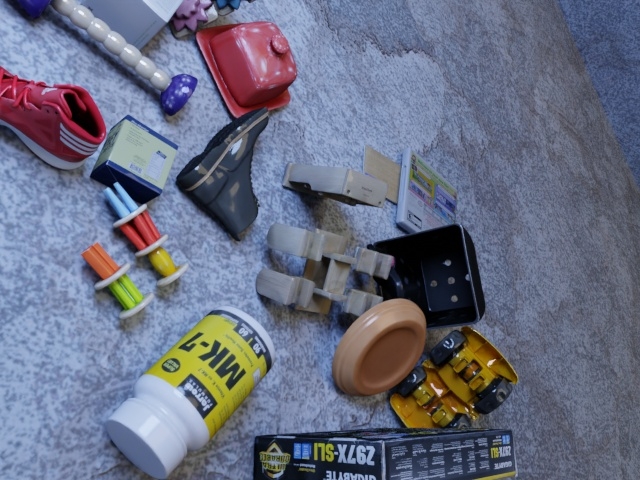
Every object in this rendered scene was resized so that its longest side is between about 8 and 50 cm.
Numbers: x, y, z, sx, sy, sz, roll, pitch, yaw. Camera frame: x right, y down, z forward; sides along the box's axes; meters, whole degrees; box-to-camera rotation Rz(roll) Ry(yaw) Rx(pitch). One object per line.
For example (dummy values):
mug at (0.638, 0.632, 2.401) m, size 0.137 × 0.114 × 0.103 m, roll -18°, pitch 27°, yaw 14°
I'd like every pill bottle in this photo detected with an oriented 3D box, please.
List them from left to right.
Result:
pill bottle at (-0.162, 0.191, 0.714) m, size 0.208 × 0.119 × 0.119 m, roll -46°, pitch 110°, yaw -43°

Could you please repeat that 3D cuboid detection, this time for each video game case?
video game case at (0.249, -0.081, 1.270) m, size 0.212 × 0.023 × 0.193 m, roll 32°, pitch 57°, yaw -38°

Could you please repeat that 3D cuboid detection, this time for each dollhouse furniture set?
dollhouse furniture set at (0.000, 0.000, 0.956) m, size 0.212 × 0.161 × 0.242 m, roll 15°, pitch 89°, yaw -41°

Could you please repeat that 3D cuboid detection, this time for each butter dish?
butter dish at (-0.100, -0.308, 0.932) m, size 0.160 × 0.118 × 0.160 m, roll -32°, pitch 100°, yaw -46°

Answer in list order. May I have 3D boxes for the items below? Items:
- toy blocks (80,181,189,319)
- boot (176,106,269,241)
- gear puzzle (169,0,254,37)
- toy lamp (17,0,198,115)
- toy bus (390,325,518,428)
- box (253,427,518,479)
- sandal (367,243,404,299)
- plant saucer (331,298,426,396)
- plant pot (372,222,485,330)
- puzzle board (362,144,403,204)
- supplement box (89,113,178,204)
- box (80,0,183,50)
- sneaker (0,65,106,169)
toy blocks at (-0.258, 0.009, 0.721) m, size 0.148 × 0.054 × 0.123 m, roll 58°, pitch 45°, yaw -15°
boot at (-0.124, -0.110, 0.889) m, size 0.198 × 0.076 × 0.137 m, roll -51°, pitch 119°, yaw -27°
gear puzzle at (-0.223, -0.503, 0.841) m, size 0.044 × 0.175 × 0.339 m, roll -66°, pitch 133°, yaw -80°
toy lamp at (-0.298, -0.282, 0.755) m, size 0.274 × 0.080 × 0.080 m, roll 35°, pitch 55°, yaw -31°
toy bus at (0.264, 0.277, 1.090) m, size 0.149 × 0.220 × 0.211 m, roll 47°, pitch 9°, yaw 14°
box at (0.100, 0.327, 0.834) m, size 0.322 × 0.257 × 0.079 m, roll 15°, pitch 69°, yaw -42°
sandal at (0.128, 0.059, 1.029) m, size 0.040 × 0.179 × 0.067 m, roll -16°, pitch 117°, yaw -10°
plant saucer at (0.111, 0.195, 0.960) m, size 0.199 × 0.037 × 0.200 m, roll -19°, pitch 126°, yaw -27°
plant pot at (0.236, 0.082, 1.115) m, size 0.167 × 0.188 × 0.188 m, roll 8°, pitch 71°, yaw -58°
puzzle board at (0.135, -0.138, 1.191) m, size 0.128 × 0.011 × 0.097 m, roll 22°, pitch 64°, yaw -38°
supplement box at (-0.254, -0.110, 0.759) m, size 0.083 × 0.056 × 0.083 m, roll 32°, pitch 57°, yaw -34°
box at (-0.264, -0.351, 0.792) m, size 0.102 × 0.101 × 0.087 m, roll 41°, pitch 52°, yaw -29°
sneaker at (-0.347, -0.177, 0.636) m, size 0.221 × 0.128 × 0.087 m, roll 32°, pitch 56°, yaw -36°
